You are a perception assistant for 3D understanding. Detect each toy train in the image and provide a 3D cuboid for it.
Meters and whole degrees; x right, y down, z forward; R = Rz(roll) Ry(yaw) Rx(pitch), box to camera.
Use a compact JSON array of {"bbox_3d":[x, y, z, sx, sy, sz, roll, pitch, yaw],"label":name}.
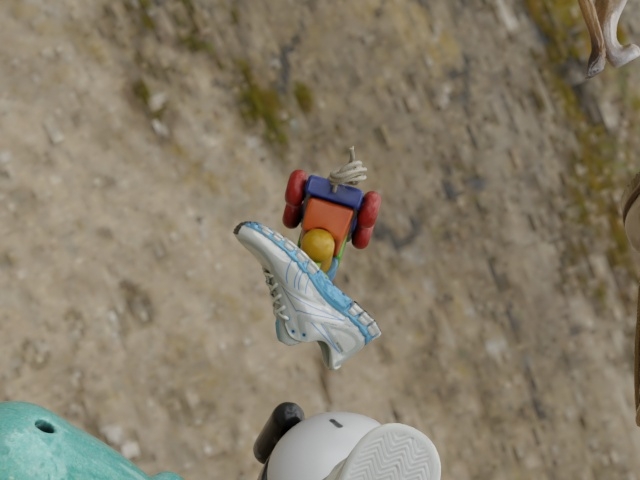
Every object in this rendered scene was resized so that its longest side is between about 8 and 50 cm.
[{"bbox_3d":[0.000,0.000,1.699,0.248,0.105,0.143,101,5,-74],"label":"toy train"}]

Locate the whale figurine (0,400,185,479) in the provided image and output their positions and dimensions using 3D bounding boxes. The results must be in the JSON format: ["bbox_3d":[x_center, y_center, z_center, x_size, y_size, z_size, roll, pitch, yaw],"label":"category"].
[{"bbox_3d":[-0.222,0.223,1.407,0.272,0.141,0.216,9,29,-29],"label":"whale figurine"}]

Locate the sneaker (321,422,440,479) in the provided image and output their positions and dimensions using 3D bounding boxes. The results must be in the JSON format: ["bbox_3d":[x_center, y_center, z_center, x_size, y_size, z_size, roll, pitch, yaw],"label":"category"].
[{"bbox_3d":[0.005,0.291,1.281,0.108,0.292,0.169,32,-10,4],"label":"sneaker"}]

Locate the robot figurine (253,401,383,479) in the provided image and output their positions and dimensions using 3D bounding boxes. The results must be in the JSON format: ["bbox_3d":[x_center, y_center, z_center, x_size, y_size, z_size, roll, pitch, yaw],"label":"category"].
[{"bbox_3d":[0.007,0.304,1.726,0.209,0.278,0.174,23,50,0],"label":"robot figurine"}]

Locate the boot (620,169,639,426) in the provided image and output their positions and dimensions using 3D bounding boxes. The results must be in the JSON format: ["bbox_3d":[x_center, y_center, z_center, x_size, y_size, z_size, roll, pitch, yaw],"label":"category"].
[{"bbox_3d":[0.331,0.061,1.498,0.236,0.089,0.270,69,25,-63],"label":"boot"}]

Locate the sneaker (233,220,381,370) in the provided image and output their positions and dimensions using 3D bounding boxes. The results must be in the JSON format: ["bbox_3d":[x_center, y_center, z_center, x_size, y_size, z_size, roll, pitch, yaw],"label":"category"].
[{"bbox_3d":[-0.027,0.060,1.593,0.190,0.083,0.071,44,-7,-15],"label":"sneaker"}]

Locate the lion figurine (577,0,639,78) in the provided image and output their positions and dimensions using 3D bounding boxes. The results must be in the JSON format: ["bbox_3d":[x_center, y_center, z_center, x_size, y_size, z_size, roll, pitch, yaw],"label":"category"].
[{"bbox_3d":[0.386,-0.358,1.627,0.240,0.392,0.142,59,-8,-4],"label":"lion figurine"}]
